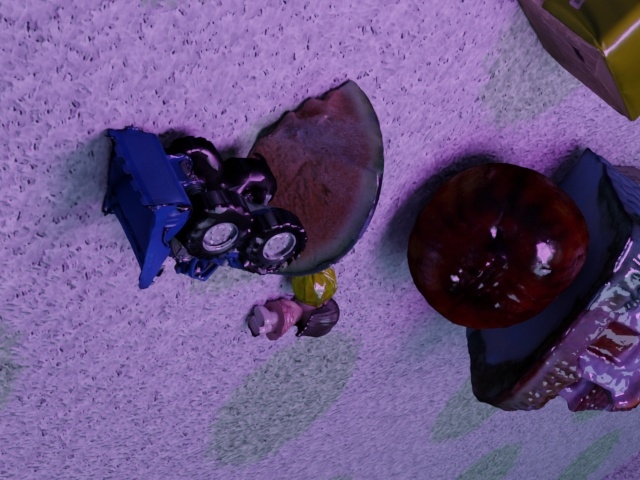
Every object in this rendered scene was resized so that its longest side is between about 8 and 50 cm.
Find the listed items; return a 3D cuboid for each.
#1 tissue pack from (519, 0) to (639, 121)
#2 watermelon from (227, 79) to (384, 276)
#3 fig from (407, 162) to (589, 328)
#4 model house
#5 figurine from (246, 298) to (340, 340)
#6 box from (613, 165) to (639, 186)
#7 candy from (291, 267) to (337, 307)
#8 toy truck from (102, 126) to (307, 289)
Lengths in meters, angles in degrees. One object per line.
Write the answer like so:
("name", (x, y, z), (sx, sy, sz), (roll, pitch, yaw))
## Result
("tissue pack", (0.388, -0.308, 1.229), (0.275, 0.167, 0.200), (-46, 149, 6))
("watermelon", (0.005, -0.039, 1.149), (0.128, 0.146, 0.231), (-6, 132, -45))
("fig", (0.241, 0.002, 1.417), (0.263, 0.224, 0.224), (-7, 135, -40))
("model house", (0.448, 0.127, 1.584), (0.339, 0.297, 0.360), (26, 116, -17))
("figurine", (-0.032, 0.104, 1.378), (0.129, 0.054, 0.072), (-10, 141, -39))
("box", (0.432, -0.001, 1.757), (0.168, 0.071, 0.259), (-3, 131, -47))
("candy", (0.000, 0.000, 1.299), (0.058, 0.062, 0.194), (9, 126, 2))
("toy truck", (-0.126, -0.023, 1.040), (0.208, 0.113, 0.126), (17, 122, -46))
